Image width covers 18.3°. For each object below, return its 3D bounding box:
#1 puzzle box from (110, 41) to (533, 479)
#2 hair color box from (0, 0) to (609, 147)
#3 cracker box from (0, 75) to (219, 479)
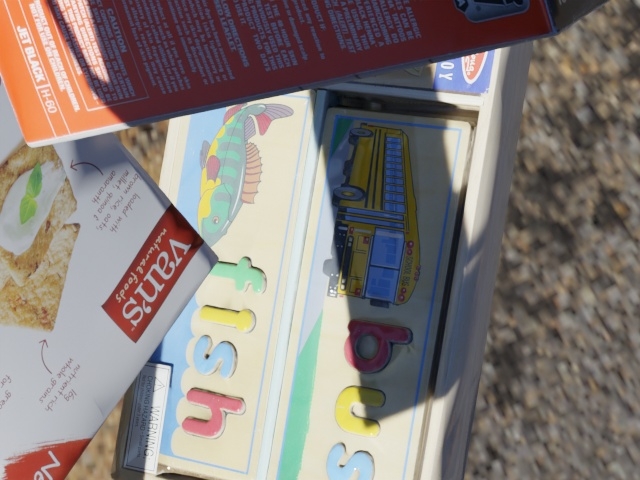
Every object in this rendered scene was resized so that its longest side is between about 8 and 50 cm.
[{"bbox_3d":[0.000,0.000,1.430,0.052,0.272,0.409,11,87,-59],"label":"puzzle box"},{"bbox_3d":[0.001,-0.060,0.425,0.141,0.072,0.043,-8,107,37],"label":"hair color box"},{"bbox_3d":[-0.163,-0.009,0.832,0.232,0.067,0.156,51,62,-35],"label":"cracker box"}]
